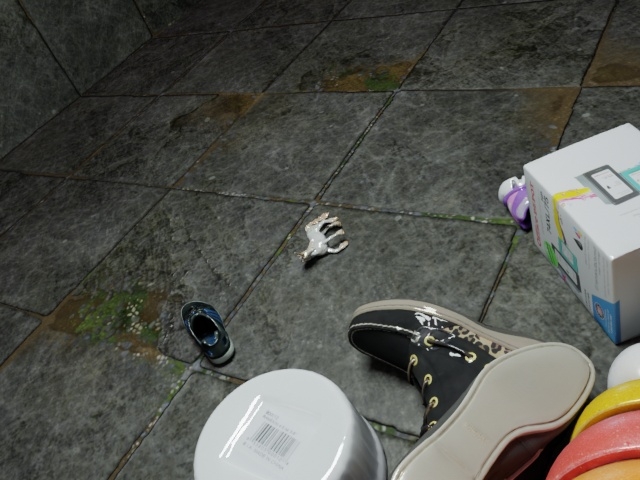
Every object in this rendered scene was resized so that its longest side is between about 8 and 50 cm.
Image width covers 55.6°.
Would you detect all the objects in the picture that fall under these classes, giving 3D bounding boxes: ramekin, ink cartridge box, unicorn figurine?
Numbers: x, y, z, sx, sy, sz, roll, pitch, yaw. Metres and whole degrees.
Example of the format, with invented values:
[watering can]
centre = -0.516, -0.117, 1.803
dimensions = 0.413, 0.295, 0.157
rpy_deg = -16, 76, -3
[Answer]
[ramekin]
centre = -0.052, 0.327, 0.904
dimensions = 0.277, 0.135, 0.277
rpy_deg = -14, 40, 12
[ink cartridge box]
centre = 0.489, -0.019, 0.983
dimensions = 0.197, 0.198, 0.270
rpy_deg = -22, 38, 3
[unicorn figurine]
centre = 0.000, 0.000, 1.327
dimensions = 0.111, 0.060, 0.162
rpy_deg = -22, 22, 2

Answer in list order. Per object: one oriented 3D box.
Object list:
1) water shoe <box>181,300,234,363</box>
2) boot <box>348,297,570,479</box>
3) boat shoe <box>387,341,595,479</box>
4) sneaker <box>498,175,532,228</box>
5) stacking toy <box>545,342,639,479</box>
[water shoe]
centre = -0.235, 0.164, 1.227
dimensions = 0.073, 0.080, 0.203
rpy_deg = -36, 40, -15
[boot]
centre = 0.166, 0.249, 0.884
dimensions = 0.378, 0.138, 0.284
rpy_deg = 15, 52, 26
[boat shoe]
centre = 0.203, 0.239, 0.743
dimensions = 0.335, 0.095, 0.112
rpy_deg = -30, 57, -27
[sneaker]
centre = 0.468, -0.082, 1.160
dimensions = 0.237, 0.095, 0.104
rpy_deg = -15, 46, 18
[stacking toy]
centre = 0.390, 0.266, 0.670
dimensions = 0.351, 0.350, 0.480
rpy_deg = -1, 28, 26
